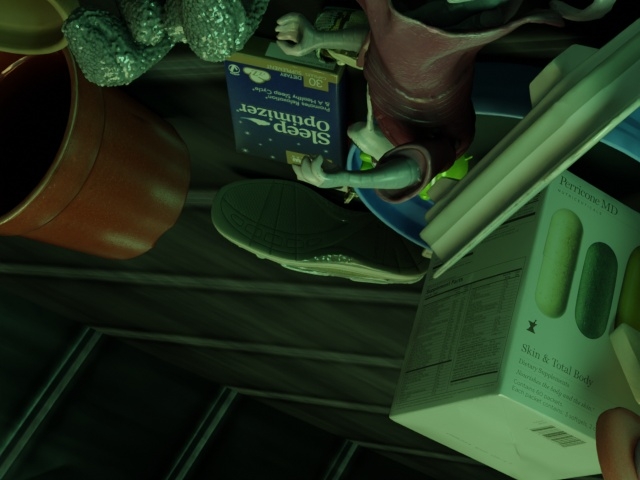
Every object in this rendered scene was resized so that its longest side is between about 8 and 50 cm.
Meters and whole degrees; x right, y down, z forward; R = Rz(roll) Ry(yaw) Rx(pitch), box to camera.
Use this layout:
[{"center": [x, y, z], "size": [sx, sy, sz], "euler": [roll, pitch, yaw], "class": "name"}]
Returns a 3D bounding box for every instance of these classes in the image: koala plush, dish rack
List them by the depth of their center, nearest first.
[{"center": [0.221, -0.113, 1.241], "size": [0.072, 0.285, 0.333], "euler": [48, 149, 5], "class": "dish rack"}, {"center": [-0.154, -0.285, 1.276], "size": [0.196, 0.203, 0.221], "euler": [-9, 129, 38], "class": "koala plush"}]

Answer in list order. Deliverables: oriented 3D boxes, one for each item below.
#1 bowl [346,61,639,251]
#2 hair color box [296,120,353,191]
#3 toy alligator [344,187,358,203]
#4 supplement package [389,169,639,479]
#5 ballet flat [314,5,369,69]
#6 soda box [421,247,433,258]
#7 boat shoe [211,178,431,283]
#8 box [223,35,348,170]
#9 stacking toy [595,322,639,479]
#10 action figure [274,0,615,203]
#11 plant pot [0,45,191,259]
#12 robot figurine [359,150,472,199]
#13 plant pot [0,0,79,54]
[{"center": [0.227, -0.070, 1.622], "size": [0.391, 0.077, 0.391], "euler": [14, 157, 6], "class": "bowl"}, {"center": [0.005, -0.111, 1.820], "size": [0.072, 0.043, 0.141], "euler": [15, 163, 9], "class": "hair color box"}, {"center": [0.083, -0.072, 1.842], "size": [0.051, 0.056, 0.189], "euler": [22, 161, -12], "class": "toy alligator"}, {"center": [0.234, 0.095, 1.555], "size": [0.199, 0.263, 0.198], "euler": [27, 154, -23], "class": "supplement package"}, {"center": [0.074, -0.198, 1.451], "size": [0.188, 0.070, 0.070], "euler": [4, 158, 36], "class": "ballet flat"}, {"center": [0.249, 0.014, 1.933], "size": [0.216, 0.069, 0.074], "euler": [18, 163, -2], "class": "soda box"}, {"center": [0.002, -0.002, 2.047], "size": [0.320, 0.118, 0.103], "euler": [11, 159, -4], "class": "boat shoe"}, {"center": [-0.036, -0.144, 1.685], "size": [0.136, 0.037, 0.225], "euler": [13, 149, 11], "class": "box"}, {"center": [0.418, 0.193, 1.379], "size": [0.309, 0.280, 0.130], "euler": [26, 130, -20], "class": "stacking toy"}, {"center": [0.095, -0.172, 1.309], "size": [0.275, 0.248, 0.370], "euler": [-10, 148, -1], "class": "action figure"}, {"center": [-0.321, -0.103, 1.829], "size": [0.272, 0.273, 0.265], "euler": [4, 166, 35], "class": "plant pot"}, {"center": [0.100, -0.082, 1.499], "size": [0.115, 0.067, 0.101], "euler": [11, 144, 11], "class": "robot figurine"}, {"center": [-0.350, -0.294, 1.480], "size": [0.237, 0.110, 0.237], "euler": [15, 163, 5], "class": "plant pot"}]
